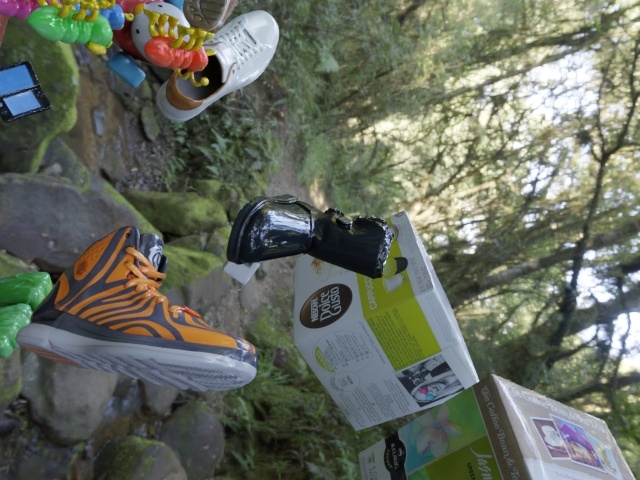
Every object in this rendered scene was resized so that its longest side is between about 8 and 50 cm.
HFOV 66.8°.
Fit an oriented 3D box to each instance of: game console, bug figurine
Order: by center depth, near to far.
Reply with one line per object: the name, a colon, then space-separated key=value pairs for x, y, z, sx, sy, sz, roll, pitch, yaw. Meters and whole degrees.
bug figurine: x=-0.274 y=-0.271 z=0.601 sx=0.216 sy=0.279 sz=0.072 roll=-13 pitch=129 yaw=-53
game console: x=-0.894 y=-0.437 z=1.431 sx=0.124 sy=0.144 sz=0.085 roll=56 pitch=-27 yaw=5

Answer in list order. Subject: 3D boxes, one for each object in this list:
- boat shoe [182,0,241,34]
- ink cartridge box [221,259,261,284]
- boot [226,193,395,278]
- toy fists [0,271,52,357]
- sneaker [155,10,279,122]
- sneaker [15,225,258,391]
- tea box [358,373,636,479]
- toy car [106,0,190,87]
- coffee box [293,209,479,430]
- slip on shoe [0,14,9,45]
boat shoe: x=-0.127 y=-0.355 z=0.654 sx=0.178 sy=0.064 sz=0.060 roll=-62 pitch=-174 yaw=-3
ink cartridge box: x=-0.136 y=0.016 z=0.984 sx=0.135 sy=0.056 sz=0.099 roll=-53 pitch=-170 yaw=-2
boot: x=0.000 y=0.000 z=0.738 sx=0.246 sy=0.207 sz=0.094 roll=-35 pitch=141 yaw=-67
toy fists: x=-0.736 y=0.172 z=1.163 sx=0.279 sy=0.142 sz=0.096 roll=-101 pitch=178 yaw=-60
sneaker: x=-0.160 y=-0.321 z=0.864 sx=0.106 sy=0.290 sz=0.123 roll=46 pitch=-22 yaw=-19
sneaker: x=-0.209 y=0.071 z=0.594 sx=0.124 sy=0.321 sz=0.180 roll=68 pitch=33 yaw=-55
tea box: x=0.299 y=0.426 z=0.803 sx=0.329 sy=0.323 sz=0.220 roll=26 pitch=34 yaw=-27
toy car: x=-0.325 y=-0.411 z=0.918 sx=0.238 sy=0.219 sz=0.210 roll=37 pitch=-5 yaw=43
coffee box: x=0.150 y=0.197 z=1.218 sx=0.338 sy=0.334 sz=0.337 roll=59 pitch=15 yaw=-29
slip on shoe: x=-0.645 y=-0.421 z=0.912 sx=0.123 sy=0.331 sz=0.101 roll=41 pitch=65 yaw=-32
